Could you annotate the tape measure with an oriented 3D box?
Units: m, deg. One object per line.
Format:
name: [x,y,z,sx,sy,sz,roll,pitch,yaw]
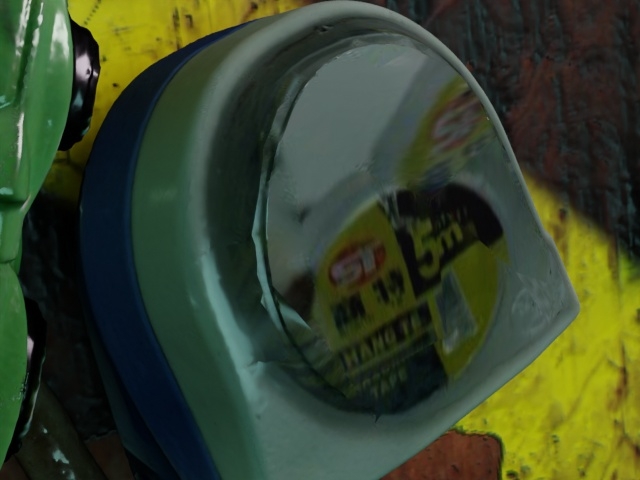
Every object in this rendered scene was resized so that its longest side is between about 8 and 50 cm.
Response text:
tape measure: [0.002,0.002,1.096,0.259,0.138,0.262,-35,114,-40]

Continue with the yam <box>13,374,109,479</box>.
yam: [-0.140,0.144,1.166,0.045,0.045,0.327,-25,119,20]

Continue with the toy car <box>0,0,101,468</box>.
toy car: [-0.233,0.009,0.977,0.213,0.176,0.358,12,92,-12]
